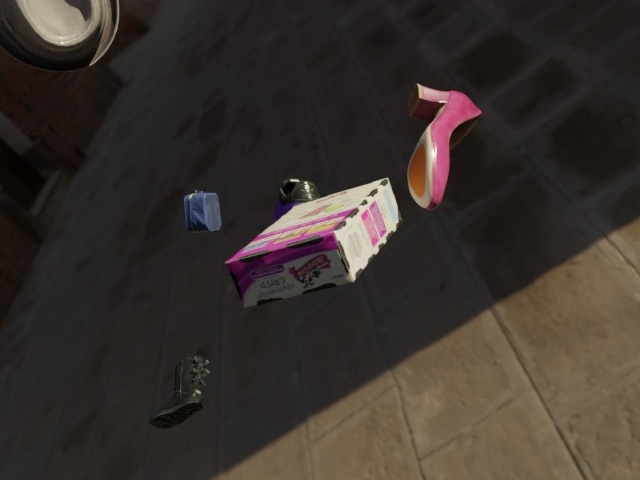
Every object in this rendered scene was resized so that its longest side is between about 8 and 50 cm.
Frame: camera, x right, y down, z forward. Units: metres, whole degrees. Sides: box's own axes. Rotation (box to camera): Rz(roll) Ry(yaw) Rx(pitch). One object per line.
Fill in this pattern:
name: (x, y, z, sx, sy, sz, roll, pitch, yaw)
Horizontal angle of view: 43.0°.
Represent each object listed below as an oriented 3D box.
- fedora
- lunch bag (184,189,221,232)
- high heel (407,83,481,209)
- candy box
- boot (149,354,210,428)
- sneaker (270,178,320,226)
fedora: (-0.481, -0.439, 1.441, 0.244, 0.275, 0.124, -19, 10, -17)
lunch bag: (-0.272, -0.066, 1.839, 0.065, 0.098, 0.067, -5, 2, 23)
high heel: (0.187, -0.127, 1.160, 0.244, 0.117, 0.082, -89, 20, -46)
candy box: (0.000, 0.000, 1.070, 0.159, 0.071, 0.233, -15, 14, 26)
boot: (-0.239, 0.255, 1.376, 0.121, 0.045, 0.099, -32, 42, 26)
sneaker: (-0.054, -0.062, 1.804, 0.102, 0.146, 0.293, -6, -8, -18)
